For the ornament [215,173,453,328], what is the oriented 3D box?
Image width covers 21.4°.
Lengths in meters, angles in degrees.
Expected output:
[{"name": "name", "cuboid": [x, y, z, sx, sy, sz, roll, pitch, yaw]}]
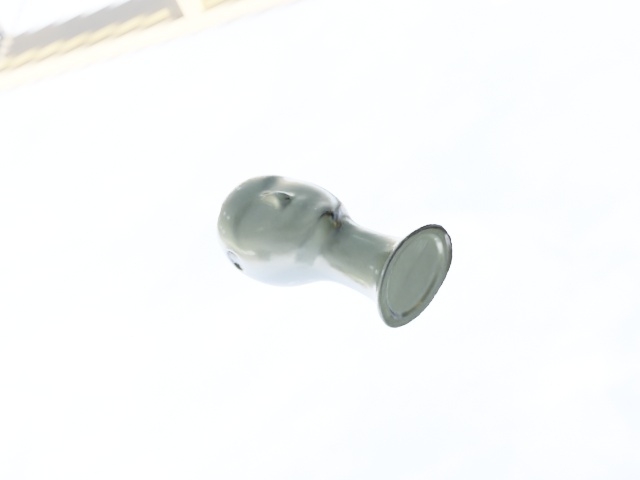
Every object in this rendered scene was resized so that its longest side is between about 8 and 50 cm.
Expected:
[{"name": "ornament", "cuboid": [0.000, 0.000, 1.076, 0.156, 0.081, 0.075, 20, -117, 38]}]
